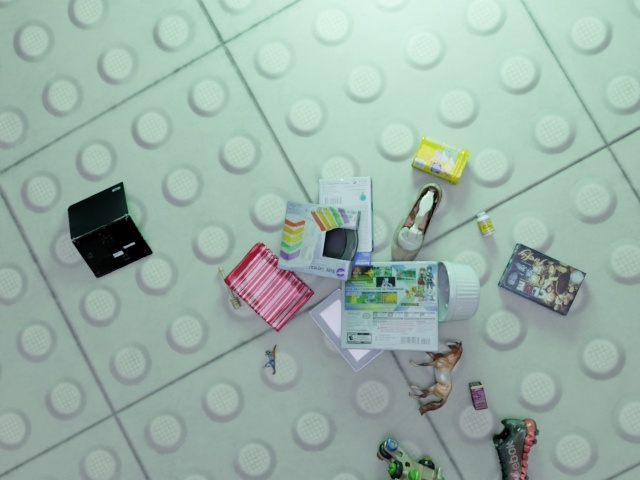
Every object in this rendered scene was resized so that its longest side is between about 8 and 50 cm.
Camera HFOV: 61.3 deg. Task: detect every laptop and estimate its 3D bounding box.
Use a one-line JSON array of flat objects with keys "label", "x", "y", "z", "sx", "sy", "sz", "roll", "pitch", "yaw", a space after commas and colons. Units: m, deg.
[{"label": "laptop", "x": -0.776, "y": -0.038, "z": 1.989, "sx": 0.234, "sy": 0.136, "sz": 0.264, "roll": -24, "pitch": 113, "yaw": 4}]

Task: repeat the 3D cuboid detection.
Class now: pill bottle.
[{"label": "pill bottle", "x": 0.572, "y": -0.057, "z": 1.875, "sx": 0.043, "sy": 0.043, "sz": 0.083, "roll": -23, "pitch": 87, "yaw": 3}]

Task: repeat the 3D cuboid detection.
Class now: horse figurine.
[{"label": "horse figurine", "x": 0.396, "y": 0.471, "z": 1.865, "sx": 0.175, "sy": 0.066, "sz": 0.263, "roll": 3, "pitch": 86, "yaw": 10}]

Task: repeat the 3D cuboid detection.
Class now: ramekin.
[{"label": "ramekin", "x": 0.451, "y": 0.171, "z": 1.803, "sx": 0.109, "sy": 0.207, "sz": 0.207, "roll": 2, "pitch": 89, "yaw": -4}]

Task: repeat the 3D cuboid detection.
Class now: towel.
[{"label": "towel", "x": -0.185, "y": 0.163, "z": 1.921, "sx": 0.275, "sy": 0.031, "sz": 0.199, "roll": 43, "pitch": 86, "yaw": 4}]

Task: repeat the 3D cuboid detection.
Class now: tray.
[{"label": "tray", "x": 0.097, "y": 0.315, "z": 1.907, "sx": 0.145, "sy": 0.030, "sz": 0.270, "roll": -39, "pitch": 86, "yaw": 3}]

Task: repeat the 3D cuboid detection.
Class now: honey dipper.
[{"label": "honey dipper", "x": -0.332, "y": 0.170, "z": 1.944, "sx": 0.030, "sy": 0.030, "sz": 0.160, "roll": -27, "pitch": 84, "yaw": 3}]

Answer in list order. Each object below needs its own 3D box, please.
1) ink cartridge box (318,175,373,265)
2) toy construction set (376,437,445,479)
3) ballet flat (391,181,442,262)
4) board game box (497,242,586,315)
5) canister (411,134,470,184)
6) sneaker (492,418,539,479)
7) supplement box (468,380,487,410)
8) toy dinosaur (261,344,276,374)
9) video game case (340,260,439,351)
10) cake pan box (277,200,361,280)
[{"label": "ink cartridge box", "x": 0.091, "y": -0.064, "z": 1.892, "sx": 0.186, "sy": 0.065, "sz": 0.311, "roll": -2, "pitch": 86, "yaw": 13}, {"label": "toy construction set", "x": 0.283, "y": 0.848, "z": 1.805, "sx": 0.237, "sy": 0.257, "sz": 0.308, "roll": 21, "pitch": 111, "yaw": -8}, {"label": "ballet flat", "x": 0.329, "y": -0.060, "z": 1.862, "sx": 0.108, "sy": 0.106, "sz": 0.316, "roll": 22, "pitch": 90, "yaw": 4}, {"label": "board game box", "x": 0.760, "y": 0.134, "z": 1.857, "sx": 0.243, "sy": 0.042, "sz": 0.165, "roll": 25, "pitch": 91, "yaw": 4}, {"label": "canister", "x": 0.416, "y": -0.283, "z": 1.878, "sx": 0.170, "sy": 0.073, "sz": 0.126, "roll": 23, "pitch": 90, "yaw": 6}, {"label": "sneaker", "x": 0.639, "y": 0.728, "z": 1.824, "sx": 0.135, "sy": 0.097, "sz": 0.276, "roll": 13, "pitch": 87, "yaw": 4}, {"label": "supplement box", "x": 0.542, "y": 0.534, "z": 1.857, "sx": 0.043, "sy": 0.055, "sz": 0.083, "roll": -12, "pitch": 87, "yaw": 5}, {"label": "toy dinosaur", "x": -0.169, "y": 0.432, "z": 1.920, "sx": 0.090, "sy": 0.047, "sz": 0.082, "roll": -35, "pitch": 105, "yaw": -8}, {"label": "video game case", "x": 0.233, "y": 0.222, "z": 1.835, "sx": 0.329, "sy": 0.036, "sz": 0.299, "roll": -1, "pitch": 80, "yaw": 15}, {"label": "cake pan box", "x": 0.000, "y": 0.000, "z": 1.849, "sx": 0.267, "sy": 0.070, "sz": 0.245, "roll": 11, "pitch": 94, "yaw": 15}]
